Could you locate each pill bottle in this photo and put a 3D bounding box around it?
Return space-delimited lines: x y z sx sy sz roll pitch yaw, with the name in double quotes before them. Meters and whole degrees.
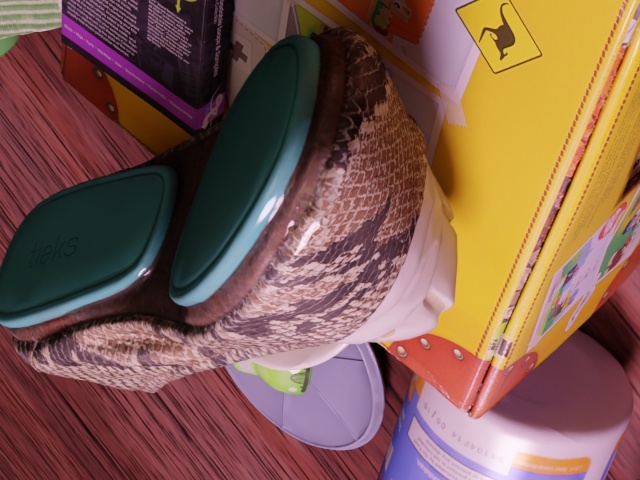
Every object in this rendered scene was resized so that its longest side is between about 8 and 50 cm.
"pill bottle" 0.112 0.194 1.300 0.152 0.152 0.272 33 125 25

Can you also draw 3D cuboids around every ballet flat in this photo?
"ballet flat" -0.032 0.006 1.011 0.182 0.164 0.483 24 159 -21

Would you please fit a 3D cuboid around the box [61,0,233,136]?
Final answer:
"box" -0.100 -0.149 1.041 0.116 0.029 0.162 36 146 21

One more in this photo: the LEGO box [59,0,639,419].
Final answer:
"LEGO box" 0.058 -0.193 1.010 0.372 0.193 0.500 39 146 17

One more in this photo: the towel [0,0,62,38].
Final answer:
"towel" -0.337 -0.252 1.393 0.324 0.038 0.248 -11 119 10

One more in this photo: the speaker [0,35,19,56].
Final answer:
"speaker" -0.346 -0.281 1.469 0.131 0.131 0.296 13 132 43

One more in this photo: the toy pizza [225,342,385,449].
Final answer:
"toy pizza" -0.019 0.087 1.520 0.201 0.032 0.201 29 137 31

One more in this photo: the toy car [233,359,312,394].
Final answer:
"toy car" -0.067 0.034 1.393 0.225 0.053 0.239 -122 31 -47
